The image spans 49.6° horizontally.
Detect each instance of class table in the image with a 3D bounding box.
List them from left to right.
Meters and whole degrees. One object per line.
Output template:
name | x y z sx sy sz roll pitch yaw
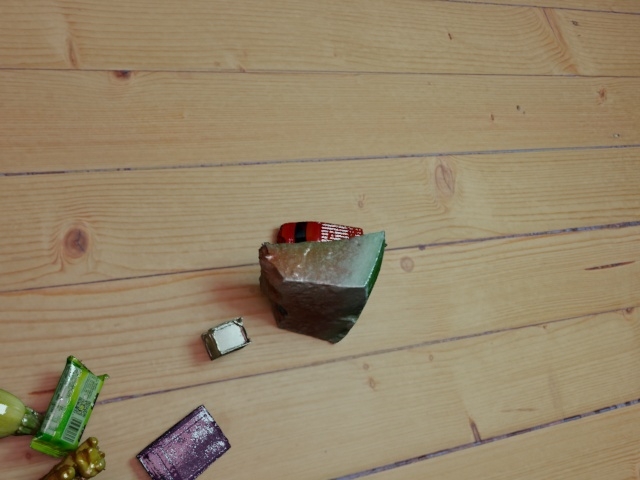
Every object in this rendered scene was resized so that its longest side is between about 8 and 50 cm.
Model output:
table | -0.197 0.205 1.460 0.079 0.083 0.062 -20 81 -27

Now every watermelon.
watermelon | 0.013 0.111 1.508 0.302 0.264 0.151 -6 61 -15

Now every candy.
candy | -0.474 0.318 1.309 0.102 0.032 0.178 43 53 -43

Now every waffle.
waffle | -0.462 0.436 1.143 0.260 0.293 0.069 -40 91 -18

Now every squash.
squash | -0.618 0.290 1.225 0.287 0.137 0.137 13 67 -22

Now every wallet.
wallet | -0.269 0.420 1.382 0.166 0.030 0.111 -36 87 -30

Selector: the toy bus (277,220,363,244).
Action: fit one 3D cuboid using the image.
toy bus | 0.000 0.000 1.616 0.195 0.089 0.081 8 68 -20
